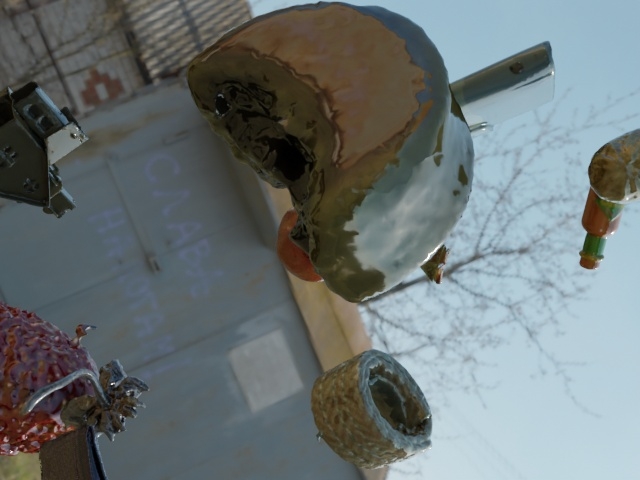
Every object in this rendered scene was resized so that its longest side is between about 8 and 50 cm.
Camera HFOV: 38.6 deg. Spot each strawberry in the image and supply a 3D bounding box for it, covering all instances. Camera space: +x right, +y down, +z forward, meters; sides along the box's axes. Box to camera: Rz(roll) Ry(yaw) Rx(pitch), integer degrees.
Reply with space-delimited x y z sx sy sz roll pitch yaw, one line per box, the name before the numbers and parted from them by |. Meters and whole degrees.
strawberry | -0.512 0.216 1.495 0.292 0.344 0.292 -1 90 -89

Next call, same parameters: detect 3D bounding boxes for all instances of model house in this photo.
model house | -0.543 -0.157 1.755 0.243 0.204 0.211 55 -1 -34

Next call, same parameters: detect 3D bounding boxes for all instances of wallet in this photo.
wallet | 0.241 -0.222 1.595 0.252 0.360 0.083 18 52 -73
wallet | -0.299 0.287 1.098 0.166 0.030 0.111 -29 -104 49

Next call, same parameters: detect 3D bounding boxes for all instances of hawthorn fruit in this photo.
hawthorn fruit | 0.000 0.000 2.075 0.196 0.197 0.225 67 -17 -2

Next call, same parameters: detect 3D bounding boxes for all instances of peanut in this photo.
peanut | 0.472 -0.119 1.279 0.095 0.226 0.108 66 -25 2

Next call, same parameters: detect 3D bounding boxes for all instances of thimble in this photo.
thimble | 0.099 0.332 1.779 0.229 0.148 0.196 35 42 -32

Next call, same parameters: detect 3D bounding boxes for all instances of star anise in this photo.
star anise | -0.341 0.205 1.239 0.218 0.148 0.227 -101 168 -46

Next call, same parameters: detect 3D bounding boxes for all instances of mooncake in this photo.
mooncake | 0.007 -0.120 1.258 0.246 0.393 0.394 55 39 -52

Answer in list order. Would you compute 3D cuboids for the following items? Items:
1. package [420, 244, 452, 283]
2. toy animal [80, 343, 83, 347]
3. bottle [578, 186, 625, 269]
package | 0.159 0.001 1.441 0.120 0.031 0.108 53 -21 25
toy animal | -0.560 0.270 2.041 0.081 0.083 0.060 41 -20 34
bottle | 0.495 -0.039 1.607 0.069 0.069 0.187 -133 -132 -62
